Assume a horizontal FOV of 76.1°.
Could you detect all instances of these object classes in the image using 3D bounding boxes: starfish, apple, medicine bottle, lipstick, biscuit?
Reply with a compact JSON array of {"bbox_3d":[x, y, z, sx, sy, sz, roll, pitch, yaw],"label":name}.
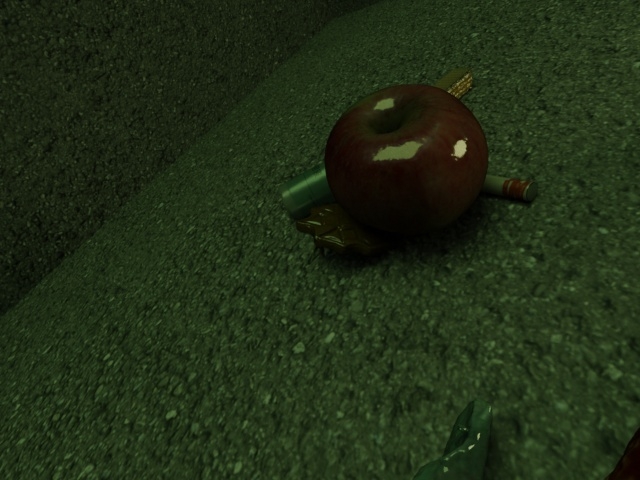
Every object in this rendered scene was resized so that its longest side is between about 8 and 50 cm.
[{"bbox_3d":[0.000,0.000,0.955,0.016,0.092,0.086,5,29,26],"label":"starfish"},{"bbox_3d":[0.170,-0.152,0.844,0.345,0.269,0.344,-15,46,16],"label":"apple"},{"bbox_3d":[0.062,-0.179,1.103,0.352,0.110,0.110,-27,35,8],"label":"medicine bottle"},{"bbox_3d":[0.373,-0.111,0.840,0.038,0.038,0.131,-44,36,-16],"label":"lipstick"},{"bbox_3d":[0.054,-0.033,0.904,0.216,0.034,0.182,2,35,-9],"label":"biscuit"},{"bbox_3d":[0.304,-0.387,1.217,0.379,0.054,0.094,-42,34,-13],"label":"biscuit"}]

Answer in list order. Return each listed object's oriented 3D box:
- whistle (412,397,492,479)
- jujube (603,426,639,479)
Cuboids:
[{"bbox_3d":[0.121,0.312,0.411,0.189,0.189,0.347,-11,29,29],"label":"whistle"},{"bbox_3d":[0.313,0.258,0.310,0.216,0.216,0.342,14,50,47],"label":"jujube"}]
